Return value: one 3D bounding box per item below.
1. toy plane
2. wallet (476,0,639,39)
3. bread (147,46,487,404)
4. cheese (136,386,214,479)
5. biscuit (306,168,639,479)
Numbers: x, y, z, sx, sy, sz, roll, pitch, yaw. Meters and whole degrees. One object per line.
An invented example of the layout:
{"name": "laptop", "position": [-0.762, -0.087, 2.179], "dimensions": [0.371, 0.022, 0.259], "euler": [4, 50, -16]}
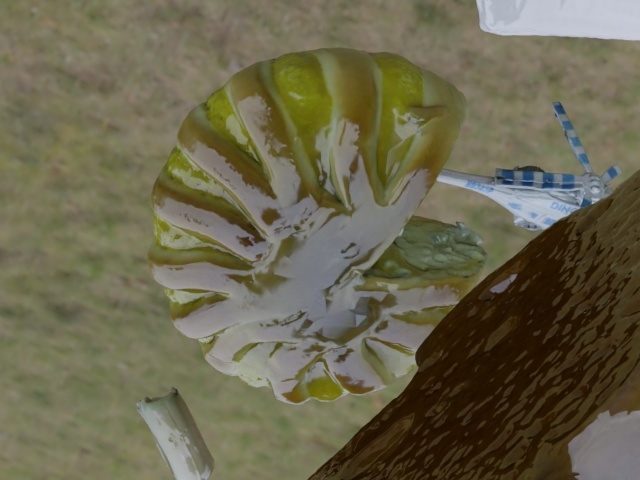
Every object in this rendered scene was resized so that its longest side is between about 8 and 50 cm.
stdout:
{"name": "toy plane", "position": [0.194, -0.039, 1.530], "dimensions": [0.273, 0.182, 0.107], "euler": [-7, 161, -23]}
{"name": "wallet", "position": [0.208, -0.205, 1.128], "dimensions": [0.182, 0.124, 0.032], "euler": [2, -154, -8]}
{"name": "bread", "position": [0.000, 0.000, 1.326], "dimensions": [0.333, 0.333, 0.160], "euler": [29, -159, -23]}
{"name": "cheese", "position": [-0.141, 0.233, 1.639], "dimensions": [0.092, 0.047, 0.171], "euler": [45, 160, 59]}
{"name": "biscuit", "position": [0.101, 0.096, 0.832], "dimensions": [0.074, 0.359, 0.381], "euler": [43, 130, -3]}
